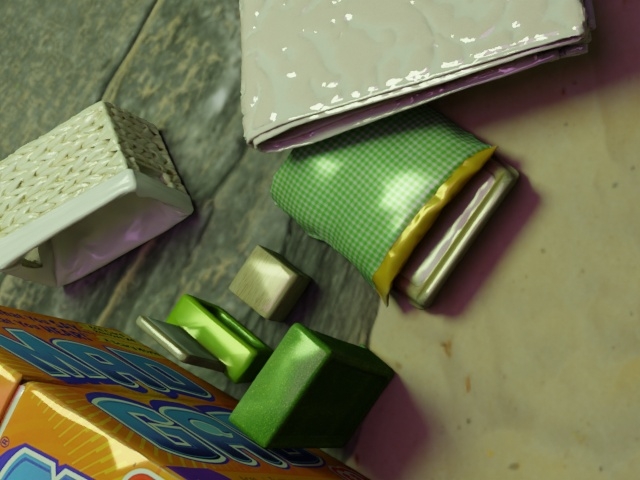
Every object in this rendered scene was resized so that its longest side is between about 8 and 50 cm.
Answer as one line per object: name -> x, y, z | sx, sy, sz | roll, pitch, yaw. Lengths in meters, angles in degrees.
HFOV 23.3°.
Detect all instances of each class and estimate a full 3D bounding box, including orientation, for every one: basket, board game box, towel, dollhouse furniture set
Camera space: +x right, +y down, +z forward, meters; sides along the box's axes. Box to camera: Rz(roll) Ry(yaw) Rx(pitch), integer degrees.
basket -> -0.223, -0.043, 1.445 | 0.167, 0.113, 0.103 | -29, 68, 18
board game box -> -0.208, 0.283, 1.242 | 0.356, 0.356, 0.356 | 27, 93, 27
towel -> 0.069, -0.261, 1.348 | 0.317, 0.053, 0.332 | -14, 62, 23
dollhouse furniture set -> 0.000, 0.000, 1.308 | 0.197, 0.151, 0.301 | 37, 97, 26
